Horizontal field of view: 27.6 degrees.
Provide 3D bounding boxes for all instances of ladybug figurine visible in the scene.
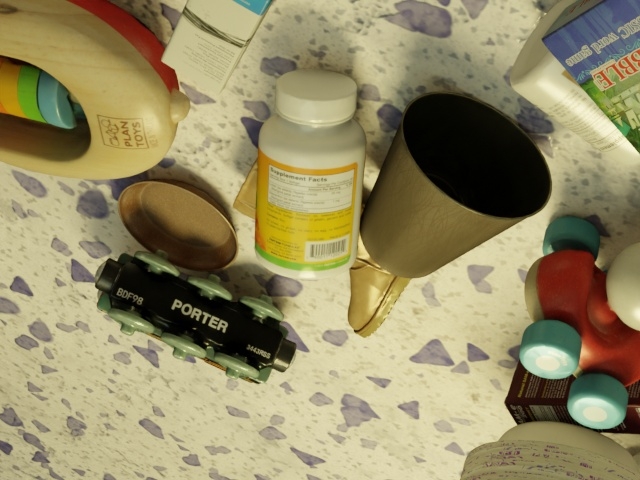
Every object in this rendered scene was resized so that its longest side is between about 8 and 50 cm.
[{"bbox_3d":[-0.368,-0.227,1.711,0.449,0.162,0.305,15,142,14],"label":"ladybug figurine"}]

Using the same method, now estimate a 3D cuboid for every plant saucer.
[{"bbox_3d":[-0.209,-0.030,1.971,0.199,0.036,0.198,16,142,13],"label":"plant saucer"}]

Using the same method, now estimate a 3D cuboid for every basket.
[{"bbox_3d":[0.149,-0.053,1.641,0.204,0.154,0.227,31,147,-4],"label":"basket"}]

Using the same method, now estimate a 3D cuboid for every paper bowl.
[{"bbox_3d":[0.337,0.358,1.832,0.284,0.148,0.284,15,149,9],"label":"paper bowl"}]

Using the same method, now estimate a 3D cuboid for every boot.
[{"bbox_3d":[0.000,0.000,1.850,0.269,0.089,0.236,27,131,-4],"label":"boot"}]

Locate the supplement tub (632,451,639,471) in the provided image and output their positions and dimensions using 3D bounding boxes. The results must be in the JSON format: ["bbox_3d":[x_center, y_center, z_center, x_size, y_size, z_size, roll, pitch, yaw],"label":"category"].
[{"bbox_3d":[0.582,0.496,1.988,0.331,0.241,0.241,41,141,-20],"label":"supplement tub"}]

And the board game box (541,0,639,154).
[{"bbox_3d":[0.418,-0.149,1.207,0.318,0.066,0.319,46,146,-10],"label":"board game box"}]

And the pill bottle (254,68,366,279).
[{"bbox_3d":[-0.012,-0.086,1.659,0.136,0.136,0.245,13,120,16],"label":"pill bottle"}]

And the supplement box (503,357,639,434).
[{"bbox_3d":[0.391,0.199,1.823,0.239,0.130,0.073,-2,136,34],"label":"supplement box"}]

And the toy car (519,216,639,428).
[{"bbox_3d":[0.395,0.079,1.604,0.238,0.219,0.210,-21,124,39],"label":"toy car"}]

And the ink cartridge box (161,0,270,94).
[{"bbox_3d":[-0.094,-0.287,1.485,0.086,0.148,0.203,29,144,-7],"label":"ink cartridge box"}]

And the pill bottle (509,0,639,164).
[{"bbox_3d":[0.332,-0.157,1.412,0.229,0.131,0.131,33,143,-11],"label":"pill bottle"}]

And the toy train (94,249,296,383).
[{"bbox_3d":[-0.200,0.124,2.043,0.334,0.142,0.190,24,167,-8],"label":"toy train"}]
